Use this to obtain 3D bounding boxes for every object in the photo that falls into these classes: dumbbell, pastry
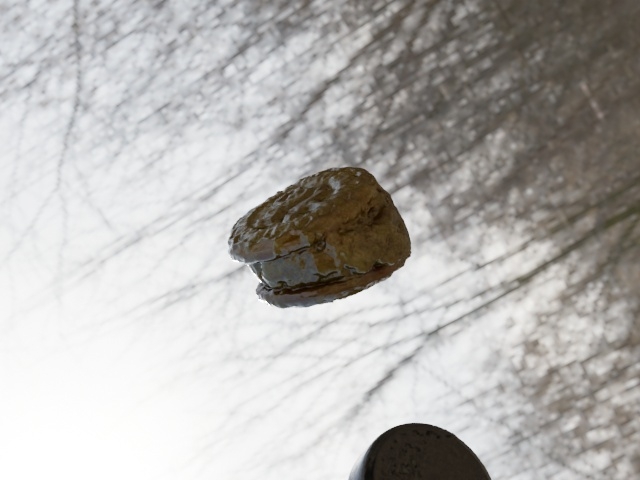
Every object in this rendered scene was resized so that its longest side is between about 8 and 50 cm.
[{"bbox_3d":[0.038,0.209,0.887,0.100,0.191,0.100,12,-128,-16],"label":"dumbbell"},{"bbox_3d":[0.000,0.000,0.745,0.097,0.109,0.057,-47,-62,-48],"label":"pastry"}]
